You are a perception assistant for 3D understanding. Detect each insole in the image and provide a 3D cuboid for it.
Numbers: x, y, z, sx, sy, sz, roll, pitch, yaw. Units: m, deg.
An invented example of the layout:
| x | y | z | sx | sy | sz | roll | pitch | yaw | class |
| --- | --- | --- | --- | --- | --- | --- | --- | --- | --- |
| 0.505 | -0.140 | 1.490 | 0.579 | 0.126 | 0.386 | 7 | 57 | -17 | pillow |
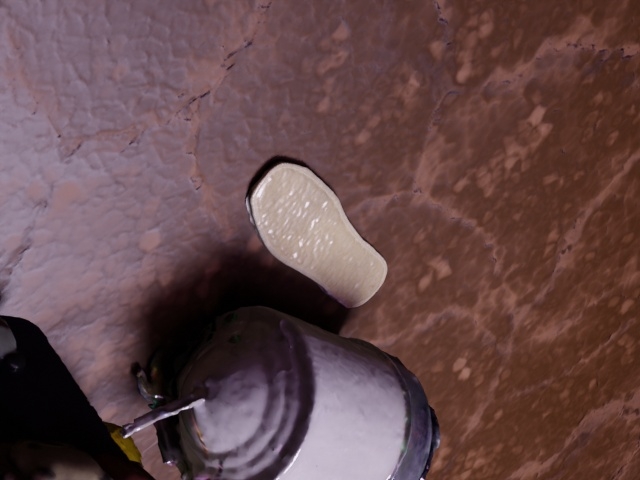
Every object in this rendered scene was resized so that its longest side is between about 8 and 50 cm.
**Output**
| x | y | z | sx | sy | sz | roll | pitch | yaw | class |
| --- | --- | --- | --- | --- | --- | --- | --- | --- | --- |
| 0.000 | 0.000 | 1.590 | 0.081 | 0.011 | 0.248 | -47 | 142 | -1 | insole |

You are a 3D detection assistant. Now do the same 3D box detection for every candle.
| x | y | z | sx | sy | sz | roll | pitch | yaw | class |
| --- | --- | --- | --- | --- | --- | --- | --- | --- | --- |
| -0.048 | 0.158 | 1.545 | 0.330 | 0.187 | 0.187 | 24 | 104 | -50 | candle |

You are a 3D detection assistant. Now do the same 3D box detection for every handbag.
| x | y | z | sx | sy | sz | roll | pitch | yaw | class |
| --- | --- | --- | --- | --- | --- | --- | --- | --- | --- |
| -0.265 | 0.140 | 1.206 | 0.303 | 0.329 | 0.122 | 24 | 101 | -51 | handbag |

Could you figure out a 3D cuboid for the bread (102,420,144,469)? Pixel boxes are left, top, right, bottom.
| x | y | z | sx | sy | sz | roll | pitch | yaw | class |
| --- | --- | --- | --- | --- | --- | --- | --- | --- | --- |
| -0.179 | 0.345 | 1.452 | 0.112 | 0.383 | 0.166 | -5 | 167 | -6 | bread |
